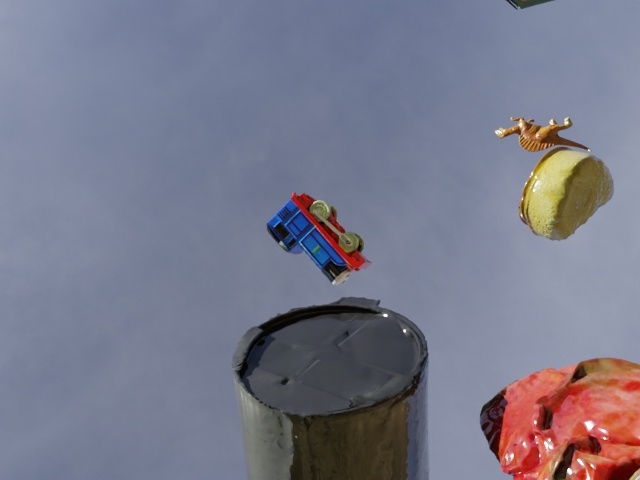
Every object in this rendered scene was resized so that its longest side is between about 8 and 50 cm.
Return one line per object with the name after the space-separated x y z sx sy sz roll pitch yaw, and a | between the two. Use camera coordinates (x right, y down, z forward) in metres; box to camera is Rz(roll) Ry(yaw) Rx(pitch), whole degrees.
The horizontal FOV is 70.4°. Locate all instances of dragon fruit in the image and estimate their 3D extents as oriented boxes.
0.266 0.174 0.285 0.317 0.205 0.152 33 -79 28 | dragon fruit

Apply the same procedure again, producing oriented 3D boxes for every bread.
0.392 -0.084 0.726 0.156 0.086 0.125 -34 -58 -15 | bread

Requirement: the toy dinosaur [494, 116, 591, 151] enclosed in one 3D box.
0.580 -0.274 1.190 0.142 0.057 0.212 -30 -132 -2 | toy dinosaur

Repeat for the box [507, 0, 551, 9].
0.228 -0.360 0.408 0.177 0.148 0.195 29 -88 -27 | box

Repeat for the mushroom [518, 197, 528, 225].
0.553 -0.093 1.145 0.052 0.123 0.123 19 -98 -7 | mushroom

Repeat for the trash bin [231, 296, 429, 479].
0.019 0.245 0.493 0.202 0.252 0.302 2 -72 17 | trash bin

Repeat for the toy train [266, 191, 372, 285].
0.000 0.000 0.924 0.131 0.083 0.204 -44 -106 8 | toy train
